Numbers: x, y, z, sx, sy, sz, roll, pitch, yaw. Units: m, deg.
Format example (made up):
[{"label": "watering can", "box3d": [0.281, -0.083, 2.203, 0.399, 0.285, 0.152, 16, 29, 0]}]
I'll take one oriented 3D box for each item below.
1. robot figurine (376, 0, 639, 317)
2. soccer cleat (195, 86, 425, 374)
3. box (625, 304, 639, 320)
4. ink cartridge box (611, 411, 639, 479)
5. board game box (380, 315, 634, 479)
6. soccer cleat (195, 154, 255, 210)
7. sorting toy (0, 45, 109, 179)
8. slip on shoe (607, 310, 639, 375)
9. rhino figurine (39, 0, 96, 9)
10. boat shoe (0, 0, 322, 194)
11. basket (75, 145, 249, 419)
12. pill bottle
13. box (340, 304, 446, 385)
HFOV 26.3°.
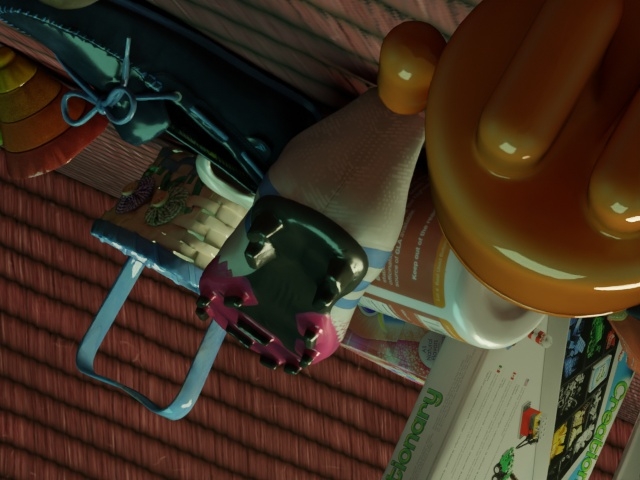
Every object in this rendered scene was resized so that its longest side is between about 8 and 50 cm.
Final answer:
[{"label": "robot figurine", "box3d": [0.107, -0.033, 0.551, 0.158, 0.128, 0.219, -9, 171, 4]}, {"label": "soccer cleat", "box3d": [0.000, 0.000, 0.985, 0.116, 0.143, 0.331, 35, 159, -2]}, {"label": "box", "box3d": [0.280, 0.040, 0.733, 0.156, 0.093, 0.158, 27, 174, -37]}, {"label": "ink cartridge box", "box3d": [0.425, 0.217, 1.266, 0.278, 0.201, 0.117, 22, 174, 16]}, {"label": "board game box", "box3d": [0.167, 0.153, 1.172, 0.193, 0.305, 0.053, 28, 175, -39]}, {"label": "soccer cleat", "box3d": [-0.039, -0.043, 1.405, 0.196, 0.068, 0.076, 26, 171, -3]}, {"label": "sorting toy", "box3d": [-0.373, -0.172, 1.509, 0.366, 0.127, 0.126, 20, 145, 51]}, {"label": "slip on shoe", "box3d": [0.311, 0.094, 1.090, 0.101, 0.123, 0.331, 40, -177, 34]}, {"label": "rhino figurine", "box3d": [-0.195, -0.178, 0.695, 0.243, 0.073, 0.106, 22, 172, 28]}, {"label": "boat shoe", "box3d": [-0.113, -0.105, 0.966, 0.258, 0.089, 0.109, 25, 174, -22]}, {"label": "basket", "box3d": [-0.161, 0.045, 1.555, 0.201, 0.288, 0.255, 27, 172, -36]}, {"label": "pill bottle", "box3d": [0.071, 0.001, 1.068, 0.216, 0.121, 0.121, 18, 173, 46]}, {"label": "box", "box3d": [0.127, 0.071, 1.368, 0.142, 0.154, 0.300, 21, 176, 21]}]
